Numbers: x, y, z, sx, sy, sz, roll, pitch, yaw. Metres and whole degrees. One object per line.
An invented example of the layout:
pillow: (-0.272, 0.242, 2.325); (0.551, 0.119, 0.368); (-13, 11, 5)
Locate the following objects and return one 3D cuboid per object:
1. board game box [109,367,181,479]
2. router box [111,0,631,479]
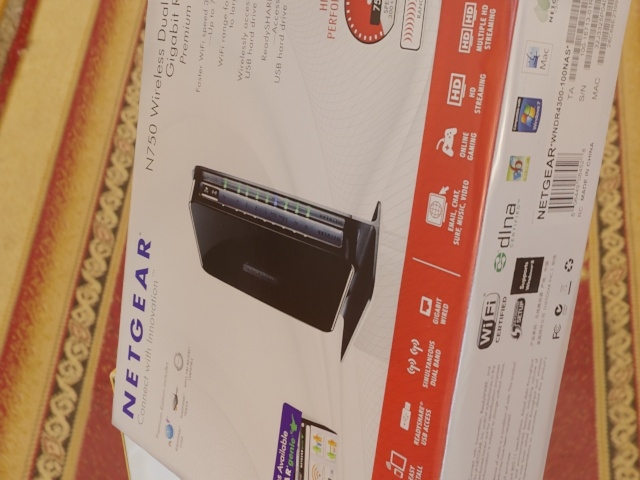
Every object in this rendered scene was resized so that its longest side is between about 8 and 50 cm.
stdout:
board game box: (-0.023, 0.238, 0.812); (0.242, 0.064, 0.317); (-5, 100, 7)
router box: (0.000, 0.000, 0.570); (0.082, 0.335, 0.301); (-2, 15, -39)
